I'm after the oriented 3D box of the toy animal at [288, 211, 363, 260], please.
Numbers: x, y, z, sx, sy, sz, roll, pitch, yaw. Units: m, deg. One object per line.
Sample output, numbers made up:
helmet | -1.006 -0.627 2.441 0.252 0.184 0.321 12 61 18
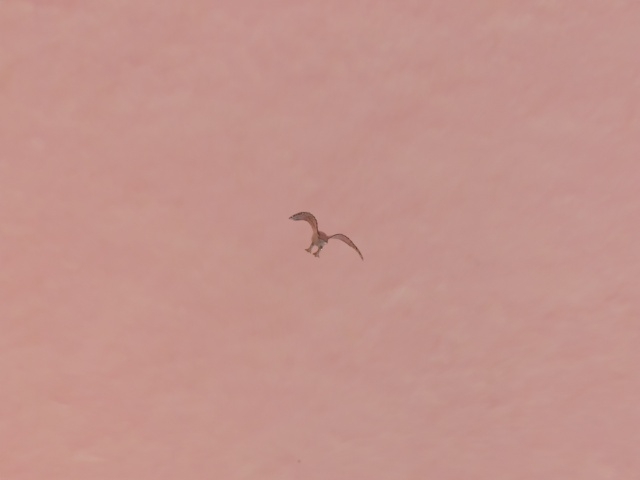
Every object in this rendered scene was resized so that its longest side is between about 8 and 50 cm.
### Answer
toy animal | -0.001 0.000 1.459 0.084 0.050 0.028 31 60 -15
